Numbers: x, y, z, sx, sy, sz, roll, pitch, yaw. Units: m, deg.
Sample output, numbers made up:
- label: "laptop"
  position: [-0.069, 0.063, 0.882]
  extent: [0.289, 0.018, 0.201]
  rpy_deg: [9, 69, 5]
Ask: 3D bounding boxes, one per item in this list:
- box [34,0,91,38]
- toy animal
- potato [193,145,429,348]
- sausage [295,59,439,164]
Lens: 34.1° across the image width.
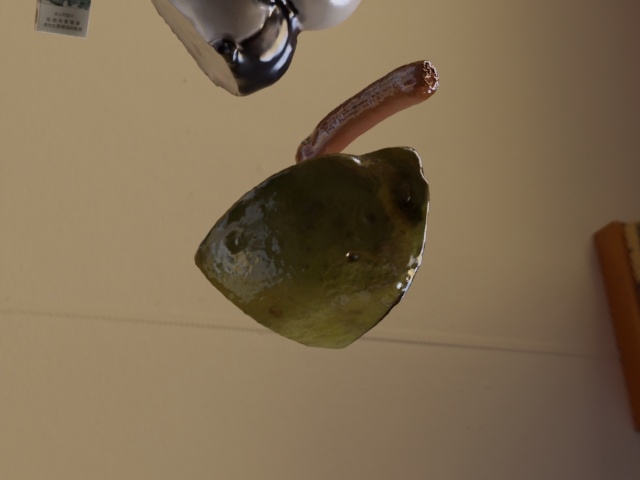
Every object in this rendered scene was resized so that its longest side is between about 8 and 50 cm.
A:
- label: "box"
  position: [-0.267, -0.257, 1.089]
  extent: [0.054, 0.024, 0.083]
  rpy_deg: [4, -75, -24]
- label: "toy animal"
  position: [-0.056, -0.282, 1.105]
  extent: [0.235, 0.165, 0.187]
  rpy_deg: [-42, -102, -1]
- label: "potato"
  position: [0.000, 0.000, 0.727]
  extent: [0.120, 0.149, 0.081]
  rpy_deg: [15, -151, -35]
- label: "sausage"
  position: [0.040, -0.117, 0.988]
  extent: [0.040, 0.176, 0.047]
  rpy_deg: [7, -119, -48]
